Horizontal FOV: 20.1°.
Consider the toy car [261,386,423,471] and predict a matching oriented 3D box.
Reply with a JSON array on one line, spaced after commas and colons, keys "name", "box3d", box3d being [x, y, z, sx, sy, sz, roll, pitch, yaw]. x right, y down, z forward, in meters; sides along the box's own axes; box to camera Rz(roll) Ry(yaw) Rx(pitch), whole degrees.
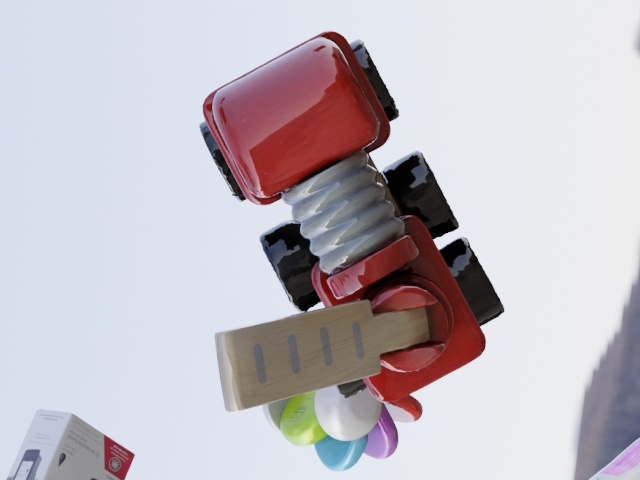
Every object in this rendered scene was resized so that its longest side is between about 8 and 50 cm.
[{"name": "toy car", "box3d": [0.040, 0.167, 1.907, 0.182, 0.159, 0.136, -47, -68, -28]}]

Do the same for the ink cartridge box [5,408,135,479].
[{"name": "ink cartridge box", "box3d": [-0.277, 0.271, 1.920, 0.109, 0.063, 0.150, 41, -119, -41]}]

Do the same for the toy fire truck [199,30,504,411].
[{"name": "toy fire truck", "box3d": [0.000, 0.000, 1.039, 0.217, 0.158, 0.246, 62, -178, -2]}]

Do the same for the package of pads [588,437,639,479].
[{"name": "package of pads", "box3d": [0.380, 0.360, 2.017, 0.229, 0.101, 0.297, -30, -56, -41]}]
